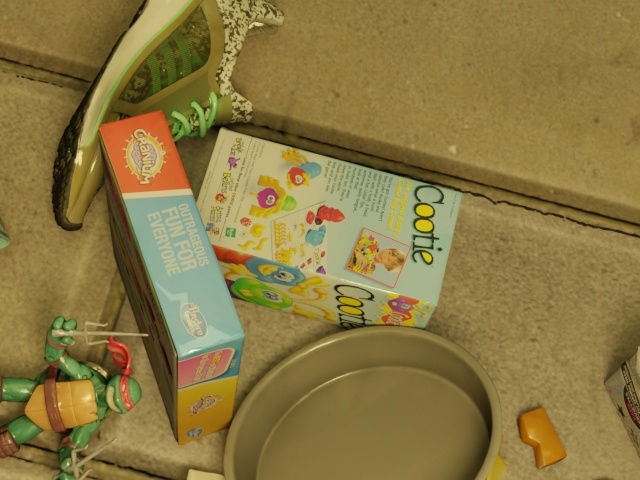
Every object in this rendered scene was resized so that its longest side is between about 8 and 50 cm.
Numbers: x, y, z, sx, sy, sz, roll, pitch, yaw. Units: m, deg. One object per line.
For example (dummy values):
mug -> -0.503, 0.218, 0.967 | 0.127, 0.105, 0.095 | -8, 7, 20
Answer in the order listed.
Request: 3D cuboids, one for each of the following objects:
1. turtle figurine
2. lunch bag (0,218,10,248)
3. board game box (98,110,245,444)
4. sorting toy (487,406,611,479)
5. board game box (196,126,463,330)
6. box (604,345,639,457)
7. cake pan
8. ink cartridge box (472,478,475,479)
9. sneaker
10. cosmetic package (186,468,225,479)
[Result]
turtle figurine -> -0.274, 0.172, 1.313 | 0.234, 0.118, 0.175 | -12, 83, 6
lunch bag -> -0.509, -0.052, 1.379 | 0.262, 0.160, 0.223 | -23, 74, -3
board game box -> -0.152, 0.050, 1.283 | 0.064, 0.316, 0.242 | -17, 71, -13
sorting toy -> 0.243, 0.334, 1.335 | 0.229, 0.041, 0.307 | -16, 68, -23
board game box -> 0.000, 0.000, 1.414 | 0.275, 0.142, 0.144 | 15, 66, 1
box -> 0.442, 0.220, 1.369 | 0.163, 0.142, 0.247 | -19, 69, -12
cake pan -> 0.046, 0.214, 1.311 | 0.293, 0.054, 0.293 | -11, 42, 10
ink cartridge box -> 0.125, 0.279, 1.323 | 0.029, 0.115, 0.062 | 24, 66, -3
sneaker -> -0.167, -0.171, 1.482 | 0.182, 0.158, 0.410 | 32, 72, -11
cosmetic package -> -0.121, 0.304, 1.328 | 0.060, 0.041, 0.115 | 12, 66, 1
